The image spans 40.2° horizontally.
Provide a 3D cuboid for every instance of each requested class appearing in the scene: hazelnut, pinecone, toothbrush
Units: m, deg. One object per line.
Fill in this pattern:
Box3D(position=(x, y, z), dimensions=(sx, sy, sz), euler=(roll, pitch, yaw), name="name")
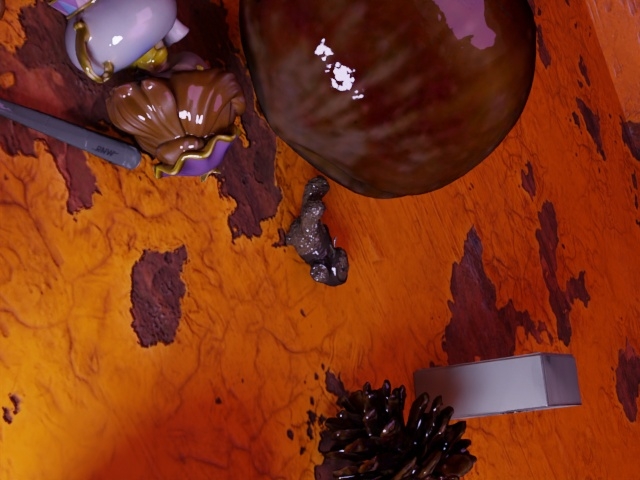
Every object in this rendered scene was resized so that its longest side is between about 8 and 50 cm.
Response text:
Box3D(position=(0.080, -0.282, 1.209), dimensions=(0.429, 0.402, 0.402), euler=(53, 42, -29), name="hazelnut")
Box3D(position=(0.098, 0.279, 1.171), dimensions=(0.207, 0.207, 0.208), euler=(22, 61, -47), name="pinecone")
Box3D(position=(-0.303, -0.128, 0.917), dimensions=(0.297, 0.030, 0.030), euler=(20, 87, -50), name="toothbrush")

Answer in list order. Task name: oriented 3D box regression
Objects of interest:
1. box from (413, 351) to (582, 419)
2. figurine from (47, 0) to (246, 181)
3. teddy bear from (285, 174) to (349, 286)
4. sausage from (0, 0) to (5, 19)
Box3D(position=(0.279, 0.233, 1.387), dimensions=(0.129, 0.225, 0.086), euler=(12, 69, -51), name="box")
Box3D(position=(-0.187, -0.186, 0.992), dimensions=(0.263, 0.142, 0.189), euler=(56, 39, -22), name="figurine")
Box3D(position=(-0.009, 0.000, 1.226), dimensions=(0.119, 0.077, 0.161), euler=(-88, 164, -56), name="teddy bear")
Box3D(position=(-0.369, -0.239, 0.856), dimensions=(0.131, 0.041, 0.039), euler=(-7, 62, -54), name="sausage")
